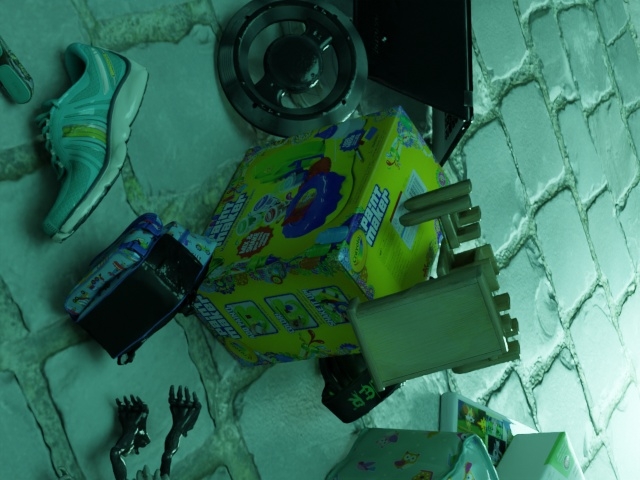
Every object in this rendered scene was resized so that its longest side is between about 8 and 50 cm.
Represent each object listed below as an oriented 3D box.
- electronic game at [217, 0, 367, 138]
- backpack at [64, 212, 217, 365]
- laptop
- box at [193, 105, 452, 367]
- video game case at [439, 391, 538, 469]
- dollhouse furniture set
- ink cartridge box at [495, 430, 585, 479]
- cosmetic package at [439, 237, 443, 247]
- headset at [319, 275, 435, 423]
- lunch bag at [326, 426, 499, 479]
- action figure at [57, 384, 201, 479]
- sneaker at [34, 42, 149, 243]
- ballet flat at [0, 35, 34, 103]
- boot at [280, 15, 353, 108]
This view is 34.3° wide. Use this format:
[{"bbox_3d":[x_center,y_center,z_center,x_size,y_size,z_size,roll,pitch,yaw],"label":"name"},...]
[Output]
[{"bbox_3d":[-0.041,-0.264,1.556,0.229,0.048,0.229,2,80,-12],"label":"electronic game"},{"bbox_3d":[-0.208,0.040,1.257,0.117,0.158,0.173,44,31,-13],"label":"backpack"},{"bbox_3d":[0.144,-0.372,1.848,0.408,0.236,0.382,112,-19,-71],"label":"laptop"},{"bbox_3d":[0.000,0.000,1.435,0.177,0.279,0.290,52,43,-31],"label":"box"},{"bbox_3d":[0.315,0.467,1.928,0.329,0.036,0.300,30,58,-45],"label":"video game case"},{"bbox_3d":[0.140,0.070,1.289,0.242,0.160,0.212,-61,132,-71],"label":"dollhouse furniture set"},{"bbox_3d":[0.422,0.523,1.923,0.198,0.114,0.273,-44,115,-49],"label":"ink cartridge box"},{"bbox_3d":[0.140,-0.011,1.777,0.239,0.098,0.061,0,80,-53],"label":"cosmetic package"},{"bbox_3d":[0.131,0.164,1.600,0.185,0.243,0.394,43,17,-4],"label":"headset"},{"bbox_3d":[0.172,0.423,1.588,0.160,0.223,0.262,-48,119,-39],"label":"lunch bag"},{"bbox_3d":[-0.221,0.295,1.164,0.141,0.164,0.276,68,23,-45],"label":"action figure"},{"bbox_3d":[-0.295,-0.120,1.252,0.110,0.107,0.275,24,54,-25],"label":"sneaker"},{"bbox_3d":[-0.373,-0.211,1.207,0.114,0.041,0.041,58,41,-25],"label":"ballet flat"},{"bbox_3d":[0.005,-0.346,1.671,0.095,0.123,0.258,-3,83,-54],"label":"boot"}]
